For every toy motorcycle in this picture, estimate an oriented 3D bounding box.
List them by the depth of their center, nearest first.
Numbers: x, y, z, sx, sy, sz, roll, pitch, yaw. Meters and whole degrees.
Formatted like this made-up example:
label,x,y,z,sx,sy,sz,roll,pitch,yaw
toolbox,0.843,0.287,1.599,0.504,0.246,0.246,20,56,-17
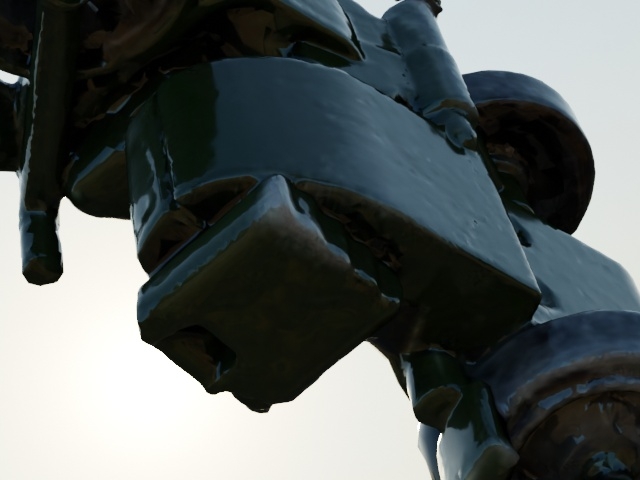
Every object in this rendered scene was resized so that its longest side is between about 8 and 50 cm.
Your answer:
label,x,y,z,sx,sy,sz,roll,pitch,yaw
toy motorcycle,0.000,0.000,0.544,0.275,0.205,0.127,26,-62,-27
